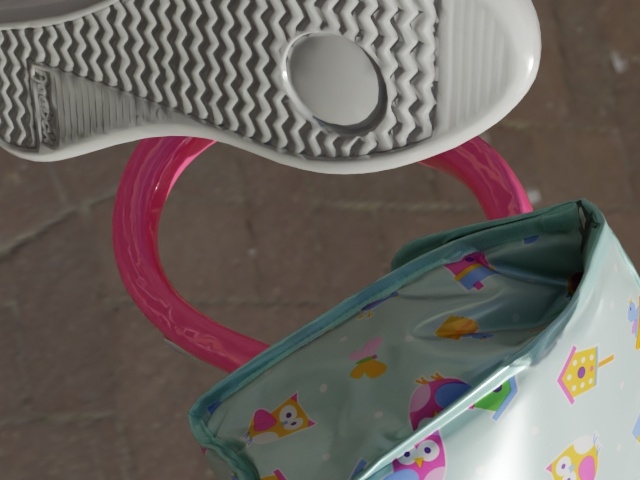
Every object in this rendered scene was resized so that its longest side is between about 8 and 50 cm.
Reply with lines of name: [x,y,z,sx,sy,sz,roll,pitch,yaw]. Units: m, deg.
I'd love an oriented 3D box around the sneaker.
sneaker: [-0.006,-0.097,0.704,0.151,0.256,0.094,-41,121,-41]

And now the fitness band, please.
fitness band: [0.000,0.000,1.240,0.209,0.291,0.054,-66,158,-9]

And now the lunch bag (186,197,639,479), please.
lunch bag: [0.093,0.122,1.081,0.262,0.160,0.223,-37,124,-7]
